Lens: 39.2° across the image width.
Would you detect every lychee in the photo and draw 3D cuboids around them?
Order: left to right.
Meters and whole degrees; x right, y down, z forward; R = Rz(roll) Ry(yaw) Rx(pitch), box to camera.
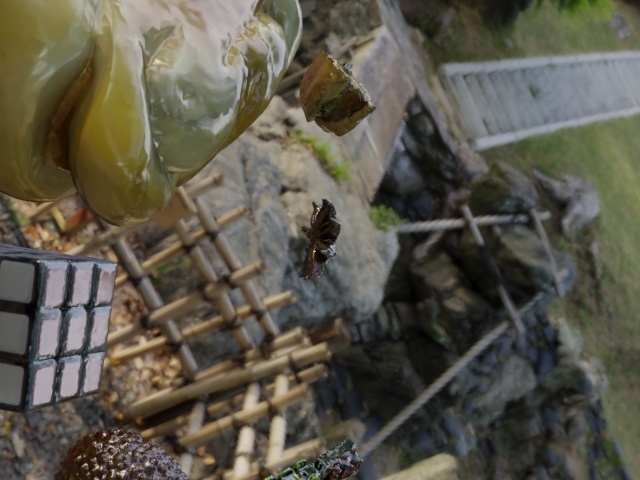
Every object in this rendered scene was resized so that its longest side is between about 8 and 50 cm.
[{"bbox_3d":[-0.355,0.469,1.560,0.271,0.271,0.271,58,16,-28],"label":"lychee"}]

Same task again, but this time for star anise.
[{"bbox_3d":[0.001,0.000,1.377,0.042,0.141,0.141,12,37,-15],"label":"star anise"}]

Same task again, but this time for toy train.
[{"bbox_3d":[-0.019,0.369,1.372,0.053,0.085,0.249,41,25,25],"label":"toy train"}]

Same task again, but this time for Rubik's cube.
[{"bbox_3d":[-0.632,0.166,1.845,0.305,0.300,0.304,13,84,-74],"label":"Rubik's cube"}]

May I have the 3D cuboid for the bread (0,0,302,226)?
[{"bbox_3d":[-0.171,-0.199,0.885,0.424,0.245,0.329,-52,154,-55],"label":"bread"}]

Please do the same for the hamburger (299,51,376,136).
[{"bbox_3d":[0.017,-0.271,1.654,0.124,0.131,0.262,47,11,-14],"label":"hamburger"}]
